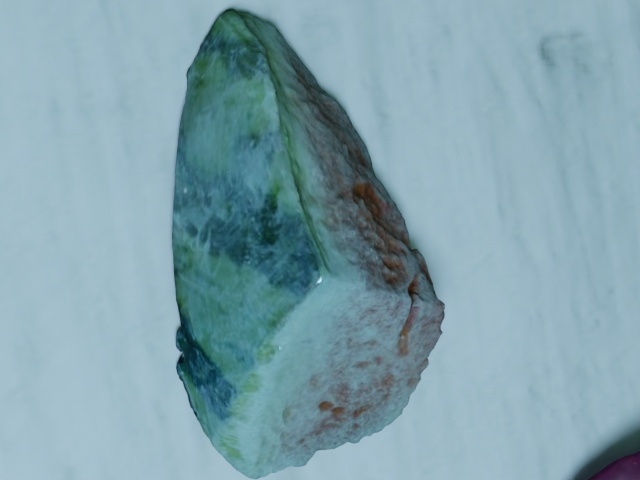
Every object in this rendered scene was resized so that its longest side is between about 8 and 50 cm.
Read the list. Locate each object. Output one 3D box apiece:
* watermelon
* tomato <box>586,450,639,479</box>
[{"bbox_3d":[-0.007,0.000,0.547,0.094,0.081,0.180,-27,107,-42],"label":"watermelon"},{"bbox_3d":[0.240,0.231,0.573,0.290,0.176,0.334,-3,92,-21],"label":"tomato"}]
